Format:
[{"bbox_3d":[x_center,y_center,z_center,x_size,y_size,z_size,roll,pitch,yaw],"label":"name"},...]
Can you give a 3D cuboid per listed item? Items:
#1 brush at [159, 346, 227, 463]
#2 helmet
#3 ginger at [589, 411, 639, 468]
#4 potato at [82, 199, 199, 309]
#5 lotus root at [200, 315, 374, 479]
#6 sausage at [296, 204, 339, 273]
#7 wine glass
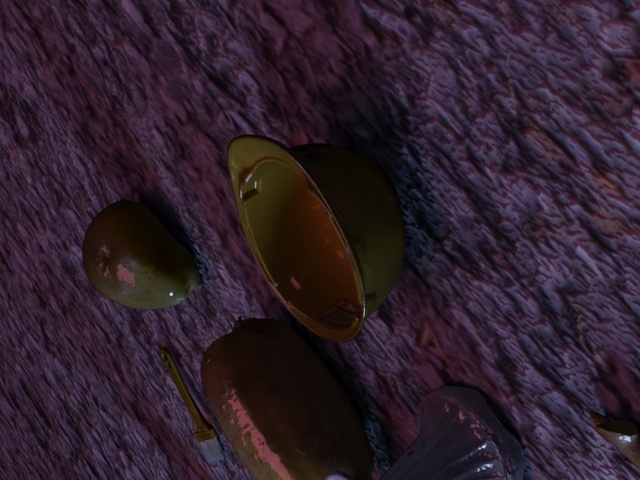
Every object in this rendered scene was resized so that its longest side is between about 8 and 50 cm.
[{"bbox_3d":[-0.219,0.278,2.221,0.082,0.010,0.218,-22,94,61],"label":"brush"},{"bbox_3d":[0.018,-0.026,1.452,0.205,0.140,0.257,12,126,52],"label":"helmet"},{"bbox_3d":[0.305,0.195,1.304,0.097,0.030,0.048,44,174,33],"label":"ginger"},{"bbox_3d":[-0.267,0.032,1.968,0.194,0.157,0.157,28,138,26],"label":"potato"},{"bbox_3d":[-0.033,0.254,1.738,0.151,0.169,0.342,-43,73,35],"label":"lotus root"},{"bbox_3d":[0.000,0.000,1.571,0.077,0.077,0.194,-17,100,60],"label":"sausage"},{"bbox_3d":[0.116,0.273,1.501,0.165,0.196,0.165,35,139,38],"label":"wine glass"}]
